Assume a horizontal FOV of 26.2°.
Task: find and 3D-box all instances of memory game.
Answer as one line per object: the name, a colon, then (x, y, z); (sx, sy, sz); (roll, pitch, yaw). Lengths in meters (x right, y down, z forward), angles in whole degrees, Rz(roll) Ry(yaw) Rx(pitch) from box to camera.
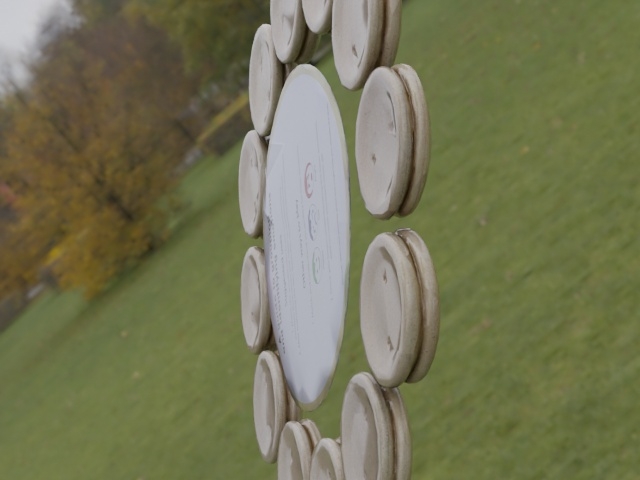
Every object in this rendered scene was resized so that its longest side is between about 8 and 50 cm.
memory game: (0.000, 0.000, 0.391); (0.012, 0.186, 0.186); (-1, -3, -15)
